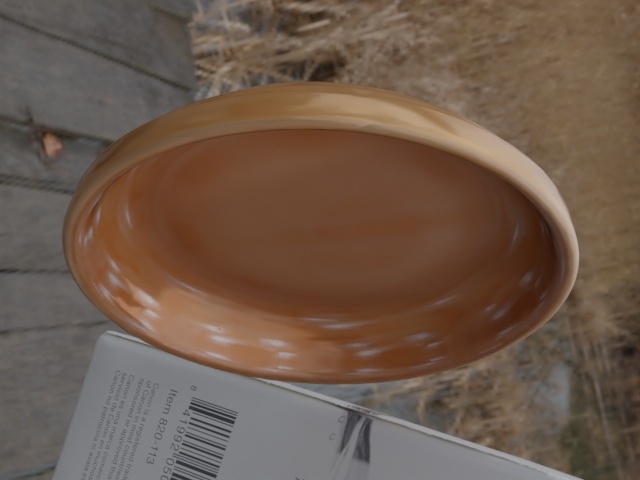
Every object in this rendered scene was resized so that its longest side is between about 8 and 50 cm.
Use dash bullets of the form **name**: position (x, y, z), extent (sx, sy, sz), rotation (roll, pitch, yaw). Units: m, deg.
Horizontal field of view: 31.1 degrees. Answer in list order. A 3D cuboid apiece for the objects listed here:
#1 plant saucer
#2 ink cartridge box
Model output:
- **plant saucer**: position (0.000, 0.000, 0.460), extent (0.200, 0.200, 0.037), rotation (57, 29, -52)
- **ink cartridge box**: position (-0.007, 0.185, 0.583), extent (0.117, 0.283, 0.207), rotation (29, 77, -59)
